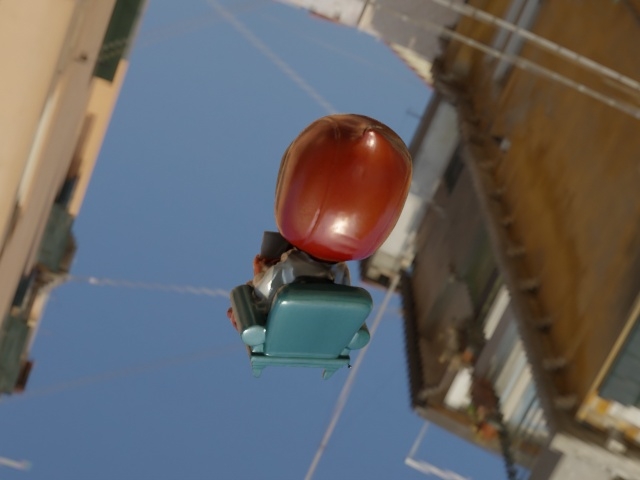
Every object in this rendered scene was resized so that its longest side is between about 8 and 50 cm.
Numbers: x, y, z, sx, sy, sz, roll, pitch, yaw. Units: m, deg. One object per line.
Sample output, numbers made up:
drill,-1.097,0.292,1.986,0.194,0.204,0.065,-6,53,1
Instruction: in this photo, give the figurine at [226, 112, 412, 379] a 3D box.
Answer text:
figurine,0.000,0.000,0.652,0.068,0.140,0.075,9,-150,-20
